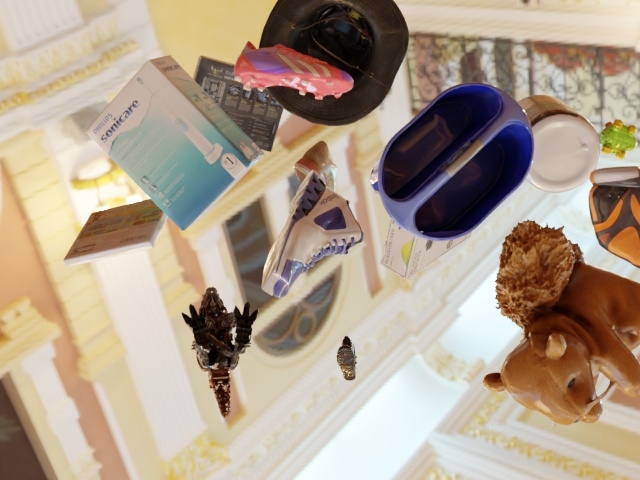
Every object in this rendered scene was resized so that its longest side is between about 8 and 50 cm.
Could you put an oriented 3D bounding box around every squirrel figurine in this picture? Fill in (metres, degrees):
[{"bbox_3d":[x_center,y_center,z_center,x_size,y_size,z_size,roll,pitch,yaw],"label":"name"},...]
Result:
[{"bbox_3d":[0.434,0.162,1.661,0.370,0.397,0.281,-21,168,-47],"label":"squirrel figurine"}]

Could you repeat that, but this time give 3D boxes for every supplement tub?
[{"bbox_3d":[0.578,-0.259,2.256,0.207,0.207,0.338,-9,-163,5],"label":"supplement tub"}]

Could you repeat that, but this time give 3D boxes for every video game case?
[{"bbox_3d":[-0.470,-0.025,2.065,0.226,0.026,0.206,-12,-148,15],"label":"video game case"}]

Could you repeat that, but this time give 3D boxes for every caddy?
[{"bbox_3d":[0.259,-0.152,1.726,0.341,0.241,0.179,-43,-176,-8],"label":"caddy"}]

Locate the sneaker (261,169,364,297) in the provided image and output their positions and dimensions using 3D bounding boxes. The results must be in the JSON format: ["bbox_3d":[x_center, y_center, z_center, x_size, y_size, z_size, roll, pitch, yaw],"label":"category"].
[{"bbox_3d":[0.000,-0.001,2.016,0.182,0.127,0.316,27,-121,-9],"label":"sneaker"}]

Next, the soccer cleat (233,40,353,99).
[{"bbox_3d":[-0.051,-0.328,1.655,0.248,0.083,0.095,9,-103,25],"label":"soccer cleat"}]

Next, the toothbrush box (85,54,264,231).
[{"bbox_3d":[-0.302,-0.205,1.835,0.216,0.295,0.126,-44,-176,19],"label":"toothbrush box"}]

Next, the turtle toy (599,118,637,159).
[{"bbox_3d":[0.777,-0.264,2.285,0.130,0.095,0.066,15,-165,-24],"label":"turtle toy"}]

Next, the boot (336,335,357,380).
[{"bbox_3d":[0.067,0.279,2.185,0.045,0.121,0.099,-7,-142,8],"label":"boot"}]

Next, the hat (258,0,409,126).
[{"bbox_3d":[0.024,-0.421,1.880,0.331,0.331,0.134,-9,-153,5],"label":"hat"}]

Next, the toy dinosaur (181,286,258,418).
[{"bbox_3d":[-0.228,0.246,2.040,0.164,0.218,0.322,-21,-118,-25],"label":"toy dinosaur"}]

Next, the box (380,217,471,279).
[{"bbox_3d":[0.285,-0.037,2.229,0.087,0.169,0.290,34,-138,29],"label":"box"}]

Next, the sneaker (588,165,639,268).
[{"bbox_3d":[0.602,-0.037,1.419,0.321,0.180,0.124,-2,-178,32],"label":"sneaker"}]

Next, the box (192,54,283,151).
[{"bbox_3d":[-0.208,-0.336,2.160,0.232,0.183,0.059,12,-164,-18],"label":"box"}]

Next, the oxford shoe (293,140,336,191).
[{"bbox_3d":[0.015,-0.184,2.783,0.123,0.348,0.130,29,-109,19],"label":"oxford shoe"}]
